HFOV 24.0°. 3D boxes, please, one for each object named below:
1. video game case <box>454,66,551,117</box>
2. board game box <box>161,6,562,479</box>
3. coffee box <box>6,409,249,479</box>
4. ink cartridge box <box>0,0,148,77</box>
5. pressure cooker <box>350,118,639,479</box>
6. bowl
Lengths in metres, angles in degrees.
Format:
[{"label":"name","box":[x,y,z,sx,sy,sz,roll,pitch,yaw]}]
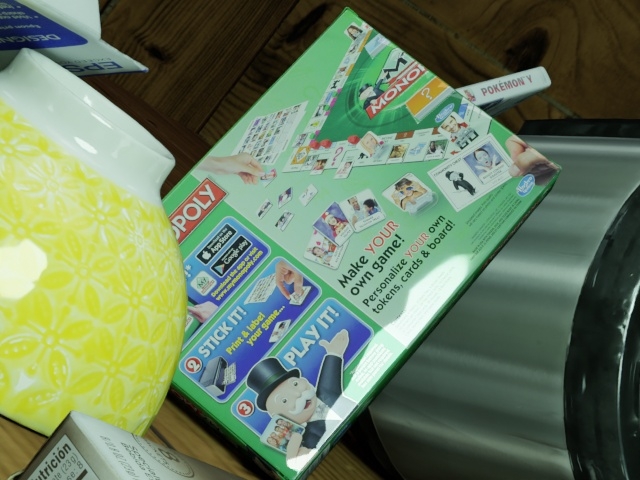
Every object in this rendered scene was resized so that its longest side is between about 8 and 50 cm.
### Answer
[{"label":"video game case","box":[0.078,-0.092,1.324,0.183,0.201,0.023,-20,85,-48]},{"label":"board game box","box":[0.000,0.000,1.120,0.213,0.317,0.046,39,-18,12]},{"label":"coffee box","box":[-0.012,0.181,0.500,0.246,0.098,0.141,43,5,42]},{"label":"ink cartridge box","box":[-0.301,-0.157,0.886,0.303,0.072,0.307,-1,-7,19]},{"label":"pressure cooker","box":[0.211,0.082,1.337,0.375,0.370,0.420,-17,14,-37]},{"label":"bowl","box":[-0.180,-0.022,0.912,0.289,0.156,0.289,37,4,-3]}]
